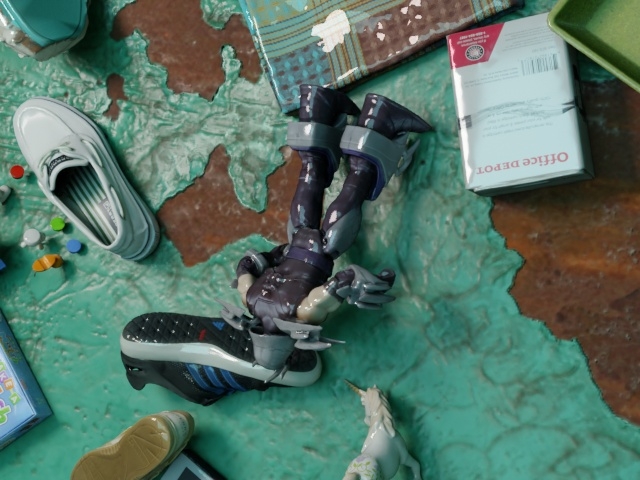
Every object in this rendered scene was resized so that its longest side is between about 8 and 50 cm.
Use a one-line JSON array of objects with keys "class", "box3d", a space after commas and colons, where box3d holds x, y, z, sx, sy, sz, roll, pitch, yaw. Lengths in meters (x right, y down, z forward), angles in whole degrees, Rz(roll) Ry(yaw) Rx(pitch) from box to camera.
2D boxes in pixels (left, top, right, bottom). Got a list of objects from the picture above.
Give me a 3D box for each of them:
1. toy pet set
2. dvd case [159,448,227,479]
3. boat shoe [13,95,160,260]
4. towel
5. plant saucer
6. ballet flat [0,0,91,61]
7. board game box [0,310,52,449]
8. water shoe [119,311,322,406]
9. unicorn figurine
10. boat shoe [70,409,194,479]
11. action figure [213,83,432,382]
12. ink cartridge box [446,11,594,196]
[{"class": "toy pet set", "box3d": [-0.335, 0.003, 1.433, 0.114, 0.065, 0.122, -32, 73, -21]}, {"class": "dvd case", "box3d": [-0.095, 0.346, 1.304, 0.239, 0.029, 0.179, 37, 97, 20]}, {"class": "boat shoe", "box3d": [-0.251, -0.073, 1.386, 0.226, 0.076, 0.083, 44, 100, 20]}, {"class": "towel", "box3d": [0.016, -0.340, 1.331, 0.271, 0.040, 0.370, -24, 76, 18]}, {"class": "plant saucer", "box3d": [0.326, -0.203, 1.170, 0.188, 0.045, 0.188, 39, 89, 14]}, {"class": "ballet flat", "box3d": [-0.360, -0.350, 1.450, 0.147, 0.147, 0.409, -26, 72, 17]}, {"class": "board game box", "box3d": [-0.408, 0.174, 1.441, 0.211, 0.039, 0.160, -35, 73, 15]}, {"class": "water shoe", "box3d": [-0.096, 0.122, 1.317, 0.203, 0.073, 0.080, 10, 126, 12]}, {"class": "unicorn figurine", "box3d": [0.053, 0.204, 1.227, 0.060, 0.162, 0.111, -14, 106, 15]}, {"class": "boat shoe", "box3d": [-0.185, 0.219, 1.338, 0.170, 0.059, 0.063, -35, 79, 36]}, {"class": "action figure", "box3d": [0.000, 0.000, 1.254, 0.185, 0.099, 0.285, 14, 80, 38]}, {"class": "ink cartridge box", "box3d": [0.183, -0.121, 1.226, 0.109, 0.063, 0.150, -9, 80, 20]}]
